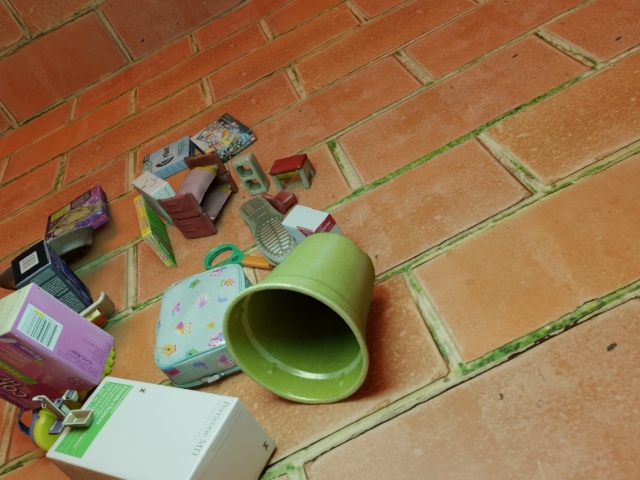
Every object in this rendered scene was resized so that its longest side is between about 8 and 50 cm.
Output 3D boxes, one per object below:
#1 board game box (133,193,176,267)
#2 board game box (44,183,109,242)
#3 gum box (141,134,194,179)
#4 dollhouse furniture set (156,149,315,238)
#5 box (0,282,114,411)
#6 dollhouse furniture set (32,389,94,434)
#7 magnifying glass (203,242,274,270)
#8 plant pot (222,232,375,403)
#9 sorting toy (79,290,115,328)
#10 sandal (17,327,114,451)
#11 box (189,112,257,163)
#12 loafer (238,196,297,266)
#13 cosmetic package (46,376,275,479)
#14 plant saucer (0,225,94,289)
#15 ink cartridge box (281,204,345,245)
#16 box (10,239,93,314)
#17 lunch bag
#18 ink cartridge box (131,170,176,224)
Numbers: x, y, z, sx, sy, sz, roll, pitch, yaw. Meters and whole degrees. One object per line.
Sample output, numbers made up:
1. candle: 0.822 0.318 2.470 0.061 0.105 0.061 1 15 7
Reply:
1. board game box: -0.461 -0.025 1.884 0.039 0.124 0.259 -34 35 -4
2. board game box: -0.791 -0.074 2.197 0.208 0.056 0.347 -38 25 -4
3. gum box: -0.518 -0.272 2.303 0.184 0.041 0.157 -24 36 7
4. dollhouse furniture set: -0.226 -0.148 1.846 0.374 0.152 0.201 -10 40 26
5. box: -0.591 0.225 1.374 0.243 0.213 0.117 -23 40 29
6. dollhouse furniture set: -0.475 0.301 1.268 0.114 0.081 0.091 -11 36 30
7. magnifying glass: -0.205 0.050 1.702 0.231 0.026 0.092 4 47 41
8. plant pot: -0.009 0.123 1.296 0.276 0.276 0.254 -9 28 27
9. sorting toy: -0.593 0.222 1.670 0.208 0.038 0.193 -45 -5 -17
10. sandal: -0.589 0.330 1.546 0.138 0.126 0.317 -12 37 30
11. box: -0.325 -0.336 2.242 0.159 0.044 0.233 -37 36 -9
12. loafer: -0.115 -0.015 1.656 0.102 0.092 0.268 -32 40 -3
13. cosmetic package: -0.292 0.384 1.234 0.365 0.155 0.197 -3 40 35
14. plant saucer: -0.786 0.061 1.964 0.310 0.050 0.310 -34 -1 -1
15. ink cartridge box: 0.000 0.000 1.506 0.109 0.150 0.063 15 58 45
16. box: -0.708 0.127 1.800 0.108 0.207 0.153 -36 37 -8
17. lunch bag: -0.239 0.185 1.482 0.224 0.108 0.279 -18 38 7
18. ink cartridge box: -0.478 -0.127 2.031 0.067 0.115 0.198 -41 38 -16
